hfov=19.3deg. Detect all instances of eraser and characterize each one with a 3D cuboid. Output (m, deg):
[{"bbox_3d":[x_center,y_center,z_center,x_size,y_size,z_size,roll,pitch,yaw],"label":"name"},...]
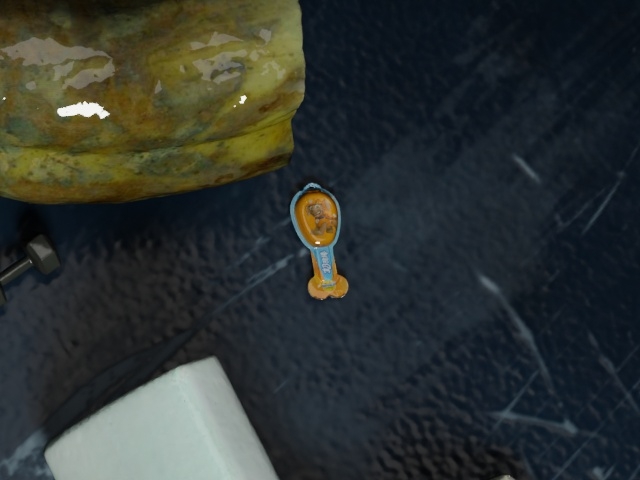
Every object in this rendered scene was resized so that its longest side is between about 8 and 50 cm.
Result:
[{"bbox_3d":[-0.098,0.261,1.556,0.104,0.189,0.290,-18,78,-51],"label":"eraser"}]

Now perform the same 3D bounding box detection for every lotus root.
[{"bbox_3d":[-0.190,-0.154,1.613,0.346,0.250,0.250,-9,78,-19],"label":"lotus root"}]

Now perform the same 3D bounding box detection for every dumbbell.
[{"bbox_3d":[-0.270,0.027,1.653,0.083,0.040,0.036,-36,53,-18],"label":"dumbbell"}]

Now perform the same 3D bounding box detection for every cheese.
[{"bbox_3d":[0.000,0.000,1.729,0.047,0.017,0.111,-7,78,-11],"label":"cheese"}]

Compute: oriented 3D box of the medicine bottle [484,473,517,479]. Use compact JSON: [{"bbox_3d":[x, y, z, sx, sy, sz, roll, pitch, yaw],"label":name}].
[{"bbox_3d":[0.158,0.307,1.608,0.171,0.052,0.201,51,33,4],"label":"medicine bottle"}]
